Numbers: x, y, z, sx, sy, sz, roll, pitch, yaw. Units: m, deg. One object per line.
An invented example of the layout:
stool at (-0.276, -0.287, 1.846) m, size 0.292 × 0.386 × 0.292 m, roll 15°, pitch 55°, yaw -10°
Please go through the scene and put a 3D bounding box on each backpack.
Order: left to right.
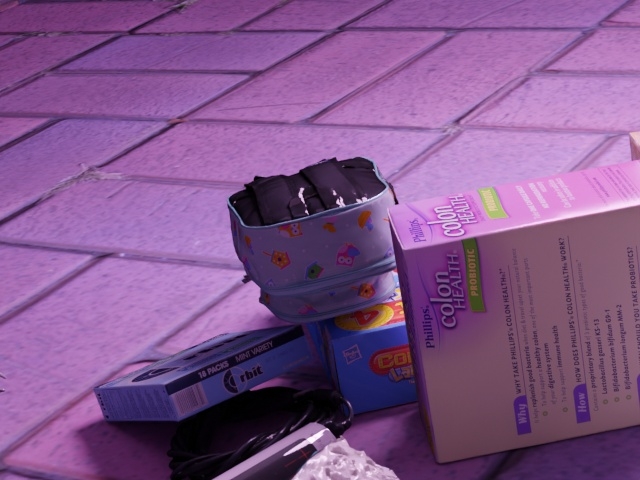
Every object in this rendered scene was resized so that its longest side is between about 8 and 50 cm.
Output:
backpack at (0.000, 0.000, 1.603) m, size 0.166 × 0.144 × 0.188 m, roll -13°, pitch 7°, yaw -6°

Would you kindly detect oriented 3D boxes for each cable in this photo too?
cable at (-0.071, 0.177, 1.566) m, size 0.184 × 0.047 × 0.150 m, roll -24°, pitch 25°, yaw -31°

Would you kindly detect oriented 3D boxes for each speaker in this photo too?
speaker at (-0.044, 0.212, 1.455) m, size 0.136 × 0.055 × 0.055 m, roll -26°, pitch 26°, yaw -36°

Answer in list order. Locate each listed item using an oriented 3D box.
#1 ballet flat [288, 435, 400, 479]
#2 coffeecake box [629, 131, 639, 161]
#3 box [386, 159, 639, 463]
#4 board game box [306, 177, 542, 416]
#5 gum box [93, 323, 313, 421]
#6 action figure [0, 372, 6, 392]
ballet flat at (-0.029, 0.269, 1.199) m, size 0.147 × 0.147 × 0.409 m, roll 2°, pitch 22°, yaw 28°
coffeecake box at (0.398, -0.025, 1.681) m, size 0.142 × 0.185 × 0.068 m, roll -10°, pitch 21°, yaw 1°
box at (0.199, 0.063, 1.505) m, size 0.243 × 0.213 × 0.117 m, roll -11°, pitch 21°, yaw -2°
board game box at (0.138, 0.050, 1.737) m, size 0.308 × 0.086 × 0.302 m, roll -12°, pitch 22°, yaw -6°
gum box at (-0.118, 0.133, 1.635) m, size 0.157 × 0.041 × 0.184 m, roll -23°, pitch 6°, yaw -29°
action figure at (-0.456, 0.177, 1.677) m, size 0.285 × 0.099 × 0.185 m, roll -14°, pitch 16°, yaw -19°
